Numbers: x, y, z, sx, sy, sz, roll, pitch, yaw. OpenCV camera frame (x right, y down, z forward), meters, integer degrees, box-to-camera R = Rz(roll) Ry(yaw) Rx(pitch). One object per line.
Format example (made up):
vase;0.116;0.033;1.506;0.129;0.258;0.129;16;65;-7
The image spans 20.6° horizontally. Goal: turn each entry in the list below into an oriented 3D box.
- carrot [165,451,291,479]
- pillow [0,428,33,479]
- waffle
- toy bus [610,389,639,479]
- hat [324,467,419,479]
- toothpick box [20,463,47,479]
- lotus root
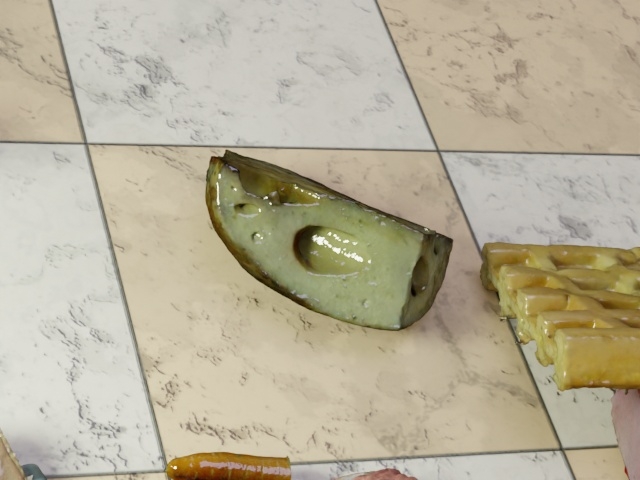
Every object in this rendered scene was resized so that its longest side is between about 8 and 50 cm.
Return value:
carrot;-0.100;0.252;1.927;0.139;0.048;0.048;8;46;-15
pillow;-0.346;0.271;1.783;0.135;0.034;0.211;-36;65;-6
waffle;0.378;0.088;2.162;0.304;0.077;0.348;0;20;-15
toy bus;0.446;0.275;2.079;0.147;0.127;0.302;1;48;-18
hat;0.016;0.332;1.857;0.286;0.107;0.237;-3;26;-32
toothpick box;-0.294;0.278;1.817;0.052;0.052;0.083;-18;59;-35
lotus root;-0.002;0.005;2.154;0.314;0.142;0.210;23;6;5
